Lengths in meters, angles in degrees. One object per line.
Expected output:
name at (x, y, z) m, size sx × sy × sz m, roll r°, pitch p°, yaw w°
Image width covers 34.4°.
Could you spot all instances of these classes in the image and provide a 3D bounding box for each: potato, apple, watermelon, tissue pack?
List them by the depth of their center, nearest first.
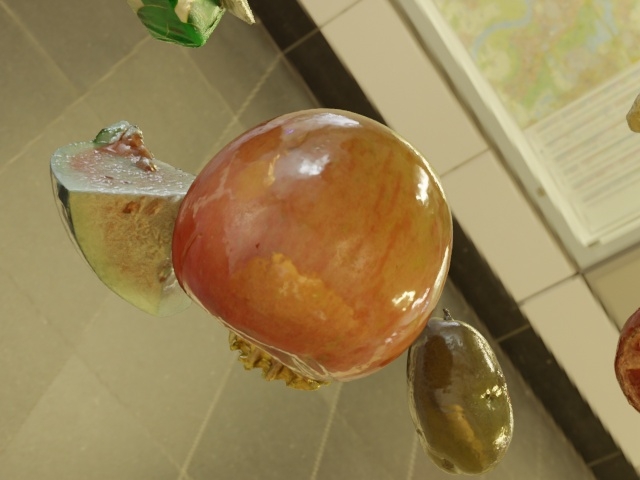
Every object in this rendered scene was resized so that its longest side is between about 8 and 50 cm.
apple at (0.000, 0.000, 1.354) m, size 0.364 × 0.363 × 0.364 m, roll 43°, pitch 29°, yaw -32°
tissue pack at (-0.182, -0.378, 1.393) m, size 0.148 × 0.156 × 0.209 m, roll -64°, pitch 152°, yaw -19°
watermelon at (-0.258, -0.061, 1.438) m, size 0.289 × 0.213 × 0.320 m, roll 36°, pitch 37°, yaw -67°
potato at (0.201, 0.226, 1.540) m, size 0.159 × 0.174 × 0.252 m, roll -3°, pitch 84°, yaw -35°

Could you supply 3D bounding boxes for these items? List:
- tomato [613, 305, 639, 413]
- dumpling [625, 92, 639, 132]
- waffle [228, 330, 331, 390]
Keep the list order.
tomato at (0.490, 0.134, 1.302) m, size 0.237 × 0.236 × 0.095 m, roll 52°, pitch 27°, yaw -18°
dumpling at (0.677, -0.263, 1.835) m, size 0.179 × 0.251 × 0.132 m, roll 92°, pitch -12°, yaw -50°
waffle at (-0.022, 0.129, 1.970) m, size 0.060 × 0.307 × 0.312 m, roll 116°, pitch -22°, yaw -77°
